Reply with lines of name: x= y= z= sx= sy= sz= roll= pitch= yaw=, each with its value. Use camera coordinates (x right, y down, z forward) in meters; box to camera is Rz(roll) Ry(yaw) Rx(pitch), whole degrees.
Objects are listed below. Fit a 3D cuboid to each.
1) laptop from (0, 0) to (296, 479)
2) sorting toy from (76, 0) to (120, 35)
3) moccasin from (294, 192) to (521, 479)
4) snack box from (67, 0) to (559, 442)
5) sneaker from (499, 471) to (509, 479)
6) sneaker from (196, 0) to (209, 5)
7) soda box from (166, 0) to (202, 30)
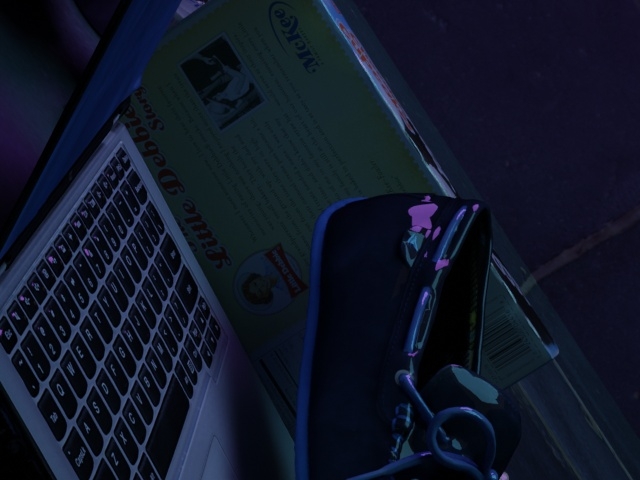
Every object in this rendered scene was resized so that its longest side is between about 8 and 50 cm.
laptop: x=-0.021 y=-0.019 z=0.840 sx=0.407 sy=0.236 sz=0.382 roll=63 pitch=11 yaw=-14
sorting toy: x=-0.216 y=-0.323 z=1.262 sx=0.365 sy=0.126 sz=0.127 roll=51 pitch=13 yaw=-21
moccasin: x=0.055 y=0.100 z=0.935 sx=0.137 sy=0.117 sz=0.342 roll=59 pitch=25 yaw=-52
snack box: x=-0.007 y=-0.010 z=1.118 sx=0.322 sy=0.187 sz=0.060 roll=58 pitch=12 yaw=4
sneaker: x=0.051 y=0.116 z=1.198 sx=0.252 sy=0.111 sz=0.103 roll=58 pitch=12 yaw=9
sneaker: x=-0.080 y=-0.159 z=1.554 sx=0.178 sy=0.072 sz=0.077 roll=49 pitch=23 yaw=2
soda box: x=-0.026 y=-0.063 z=1.215 sx=0.286 sy=0.091 sz=0.098 roll=37 pitch=12 yaw=-2
